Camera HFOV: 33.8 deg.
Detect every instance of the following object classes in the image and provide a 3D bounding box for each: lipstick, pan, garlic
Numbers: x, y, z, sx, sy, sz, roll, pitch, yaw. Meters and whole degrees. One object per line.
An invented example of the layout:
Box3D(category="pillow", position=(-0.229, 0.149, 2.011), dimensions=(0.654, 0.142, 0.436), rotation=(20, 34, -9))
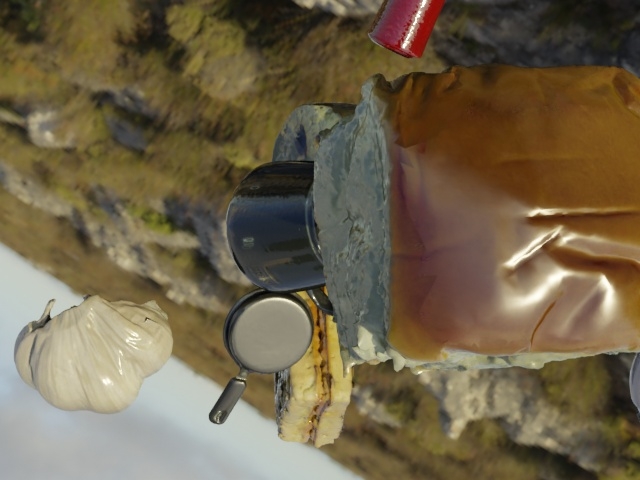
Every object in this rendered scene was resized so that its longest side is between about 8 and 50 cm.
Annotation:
Box3D(category="lipstick", position=(0.141, -0.350, 1.333), dimensions=(0.080, 0.241, 0.080), rotation=(24, -166, -6))
Box3D(category="pan", position=(-0.097, 0.175, 1.531), dimensions=(0.136, 0.235, 0.028), rotation=(25, -168, -21))
Box3D(category="garlic", position=(-0.327, 0.174, 1.504), dimensions=(0.229, 0.143, 0.178), rotation=(-11, 149, 9))

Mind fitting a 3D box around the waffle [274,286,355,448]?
Box3D(category="waffle", position=(-0.014, 0.129, 1.758), dimensions=(0.114, 0.376, 0.261), rotation=(2, 152, -8))

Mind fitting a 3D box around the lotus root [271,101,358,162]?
Box3D(category="lotus root", position=(0.102, -0.064, 1.557), dimensions=(0.346, 0.250, 0.250), rotation=(9, -168, -47))

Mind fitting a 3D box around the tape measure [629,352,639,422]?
Box3D(category="tape measure", position=(0.464, 0.179, 1.239), dimensions=(0.197, 0.236, 0.120), rotation=(21, -152, 35))

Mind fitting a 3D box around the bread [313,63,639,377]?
Box3D(category="bread", position=(0.147, -0.016, 0.880), dimensions=(0.279, 0.250, 0.225), rotation=(-4, 172, -9))

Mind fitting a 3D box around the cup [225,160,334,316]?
Box3D(category="cup", position=(0.000, 0.000, 1.322), dimensions=(0.176, 0.169, 0.223), rotation=(-8, 121, 43))
